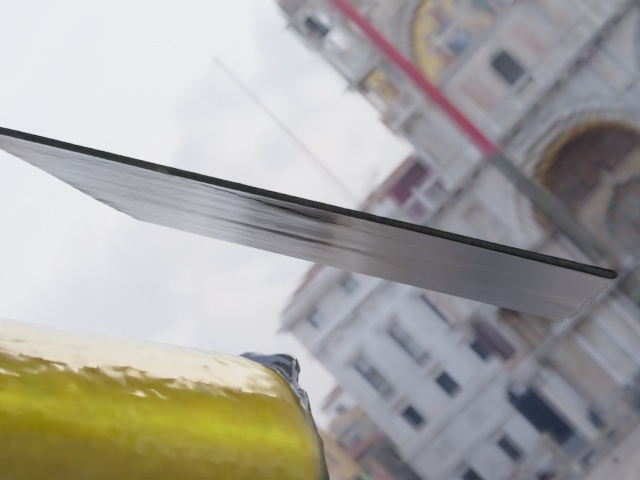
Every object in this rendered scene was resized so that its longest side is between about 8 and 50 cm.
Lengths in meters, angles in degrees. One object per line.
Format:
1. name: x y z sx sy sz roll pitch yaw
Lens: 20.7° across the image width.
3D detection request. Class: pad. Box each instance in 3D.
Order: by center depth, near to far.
1. pad: 0.000 0.000 0.517 0.243 0.164 0.004 41 -118 -83

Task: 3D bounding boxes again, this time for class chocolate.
1. chocolate: -0.198 0.088 0.819 0.445 0.162 0.162 17 -57 -42
